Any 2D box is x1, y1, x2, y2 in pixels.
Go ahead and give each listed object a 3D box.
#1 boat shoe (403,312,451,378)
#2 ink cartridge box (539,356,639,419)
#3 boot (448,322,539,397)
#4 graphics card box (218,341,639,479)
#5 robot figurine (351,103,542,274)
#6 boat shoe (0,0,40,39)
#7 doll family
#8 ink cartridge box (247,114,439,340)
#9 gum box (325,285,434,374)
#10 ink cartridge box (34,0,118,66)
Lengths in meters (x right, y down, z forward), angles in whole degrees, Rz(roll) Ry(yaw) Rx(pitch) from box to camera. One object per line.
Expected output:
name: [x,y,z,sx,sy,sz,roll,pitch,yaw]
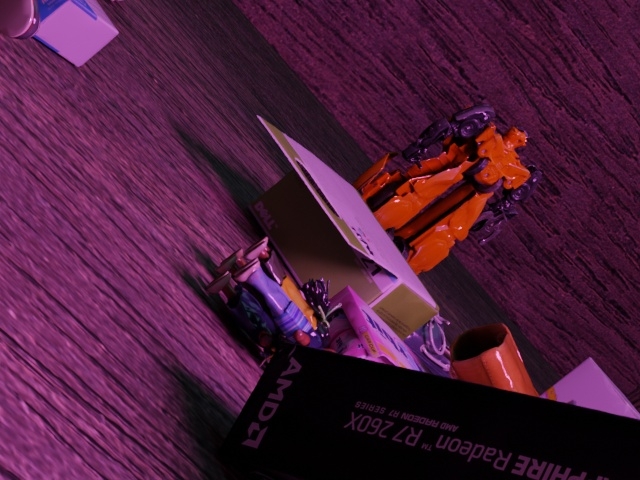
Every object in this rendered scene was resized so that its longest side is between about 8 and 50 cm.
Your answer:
boat shoe: [0.118,0.120,1.721,0.254,0.079,0.095,49,8,-20]
ink cartridge box: [0.355,0.276,2.020,0.128,0.176,0.127,43,11,-48]
boot: [0.194,0.187,1.496,0.295,0.104,0.211,110,-44,-84]
graphics card box: [0.141,0.177,0.853,0.371,0.094,0.233,10,-27,46]
robot figurine: [0.143,-0.060,1.910,0.211,0.291,0.085,46,9,-41]
boat shoe: [-0.254,-0.202,1.176,0.137,0.049,0.043,51,4,34]
doll family: [-0.031,0.060,1.181,0.111,0.076,0.193,55,12,-7]
ink cartridge box: [0.000,0.000,1.539,0.189,0.097,0.255,56,10,28]
gum box: [0.063,0.135,1.387,0.188,0.062,0.107,46,9,-37]
ink cartridge box: [-0.245,-0.225,1.308,0.122,0.052,0.088,53,8,22]
